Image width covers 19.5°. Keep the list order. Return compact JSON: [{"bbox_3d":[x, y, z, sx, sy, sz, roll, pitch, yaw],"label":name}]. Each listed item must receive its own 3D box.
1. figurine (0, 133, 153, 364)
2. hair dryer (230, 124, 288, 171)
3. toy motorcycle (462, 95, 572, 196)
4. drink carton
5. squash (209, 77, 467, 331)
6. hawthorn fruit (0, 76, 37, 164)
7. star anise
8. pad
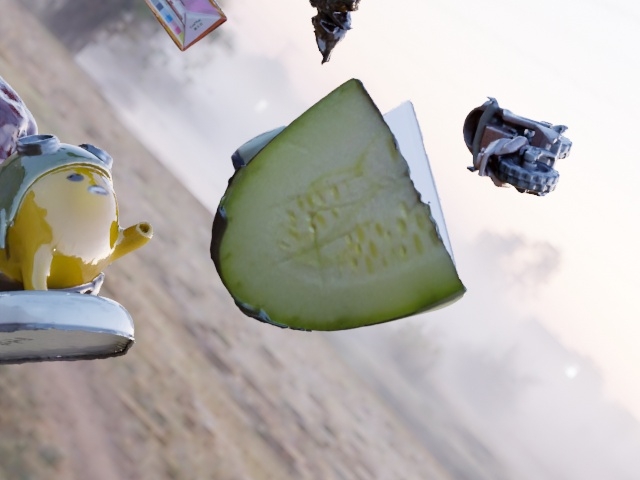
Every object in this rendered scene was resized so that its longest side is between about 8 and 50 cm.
[{"bbox_3d":[-0.220,0.007,1.258,0.250,0.141,0.166,-8,-12,39],"label":"figurine"},{"bbox_3d":[0.006,-0.068,2.069,0.199,0.167,0.067,57,10,-49],"label":"hair dryer"},{"bbox_3d":[0.197,-0.093,1.936,0.118,0.084,0.212,19,18,7],"label":"toy motorcycle"},{"bbox_3d":[-0.186,-0.315,2.297,0.096,0.071,0.223,54,2,-24],"label":"drink carton"},{"bbox_3d":[0.000,0.000,1.764,0.204,0.155,0.237,118,-48,-63],"label":"squash"},{"bbox_3d":[-0.438,-0.091,2.063,0.307,0.265,0.265,7,-8,12],"label":"hawthorn fruit"},{"bbox_3d":[0.009,-0.284,2.142,0.056,0.124,0.129,2,53,-23],"label":"star anise"},{"bbox_3d":[0.096,-0.037,2.188,0.004,0.156,0.232,-4,-70,38],"label":"pad"}]
